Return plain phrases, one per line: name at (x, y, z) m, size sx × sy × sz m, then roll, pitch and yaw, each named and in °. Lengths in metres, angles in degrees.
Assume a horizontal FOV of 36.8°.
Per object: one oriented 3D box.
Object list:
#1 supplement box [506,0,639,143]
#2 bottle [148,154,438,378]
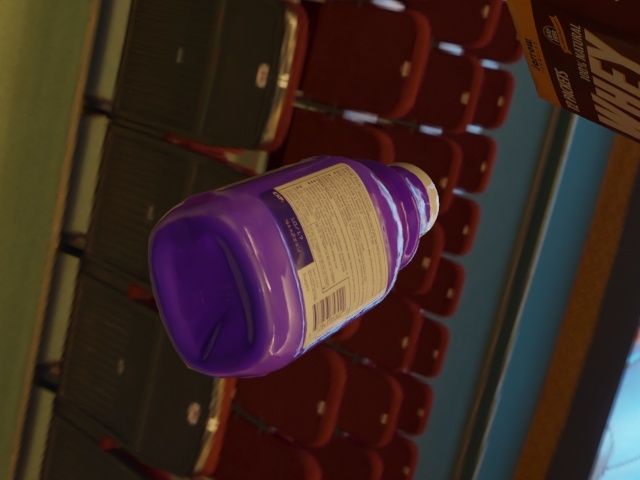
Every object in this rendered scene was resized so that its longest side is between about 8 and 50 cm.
supplement box at (0.257, -0.158, 0.601) m, size 0.191 × 0.194 × 0.129 m, roll -52°, pitch 147°, yaw -7°
bottle at (0.000, 0.000, 0.675) m, size 0.283 × 0.092 × 0.118 m, roll -27°, pitch 104°, yaw -58°
